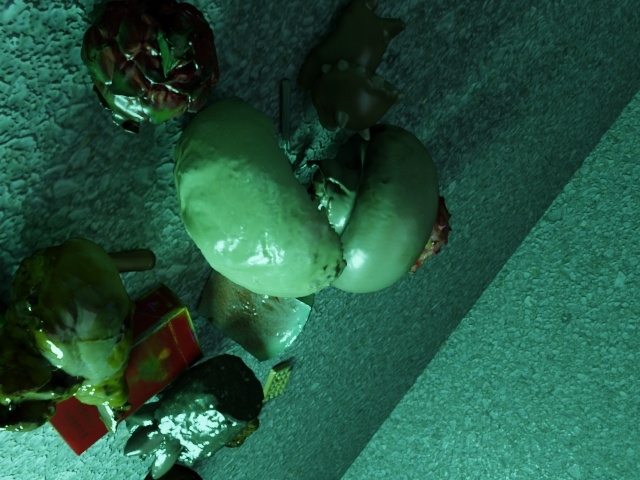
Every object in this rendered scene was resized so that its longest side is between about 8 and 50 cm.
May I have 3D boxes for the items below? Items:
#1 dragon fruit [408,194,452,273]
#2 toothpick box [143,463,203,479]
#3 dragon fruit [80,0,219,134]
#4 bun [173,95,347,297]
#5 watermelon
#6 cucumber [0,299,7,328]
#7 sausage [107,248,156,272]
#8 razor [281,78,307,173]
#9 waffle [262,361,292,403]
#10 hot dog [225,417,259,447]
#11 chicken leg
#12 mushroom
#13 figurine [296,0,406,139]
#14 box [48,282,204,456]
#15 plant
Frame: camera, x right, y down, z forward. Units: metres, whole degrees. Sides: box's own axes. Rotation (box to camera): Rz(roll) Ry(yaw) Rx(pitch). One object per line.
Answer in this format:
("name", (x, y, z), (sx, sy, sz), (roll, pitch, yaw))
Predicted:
("dragon fruit", (0.243, -0.032, 1.746), (0.210, 0.205, 0.268), (-37, 134, -41))
("toothpick box", (-0.406, 0.715, 1.701), (0.192, 0.192, 0.294), (1, 128, -56))
("dragon fruit", (-0.226, -0.236, 0.873), (0.188, 0.182, 0.182), (-16, 155, 15))
("bun", (-0.121, -0.045, 1.096), (0.202, 0.364, 0.364), (-33, 149, -6))
("watermelon", (-0.133, 0.112, 1.407), (0.201, 0.262, 0.213), (16, 117, -30))
("cucumber", (-0.497, 0.132, 1.030), (0.056, 0.056, 0.250), (-40, 148, -19))
("sausage", (-0.355, 0.033, 1.134), (0.176, 0.040, 0.047), (2, 122, -55))
("razor", (-0.064, -0.217, 1.282), (0.211, 0.035, 0.084), (86, 26, -44))
("waffle", (-0.127, 0.410, 1.918), (0.092, 0.021, 0.135), (-13, 134, -47))
("hot dog", (-0.230, 0.532, 1.865), (0.099, 0.065, 0.147), (-46, 155, 11))
("chicken leg", (-0.402, 0.203, 1.031), (0.295, 0.181, 0.410), (-56, 157, -38))
("mushroom", (0.076, -0.073, 1.377), (0.294, 0.362, 0.363), (17, 115, -17))
("figurine", (0.083, -0.313, 1.229), (0.247, 0.173, 0.177), (-48, 151, -4))
("box", (-0.388, 0.248, 1.282), (0.313, 0.089, 0.198), (-37, 146, -24))
("plant", (-0.278, 0.378, 1.402), (0.320, 0.182, 0.194), (-38, -171, 30))
